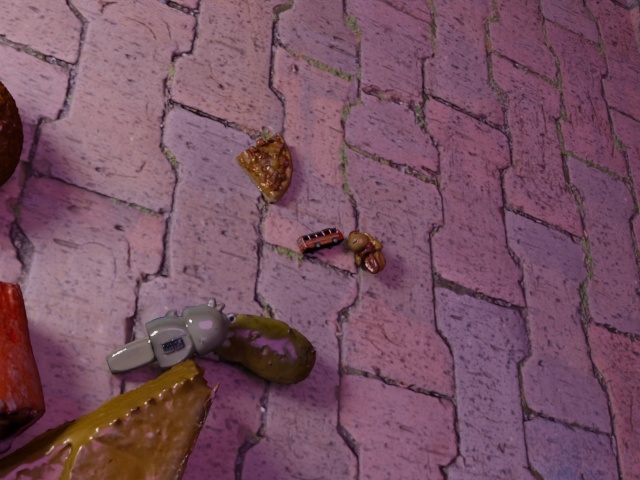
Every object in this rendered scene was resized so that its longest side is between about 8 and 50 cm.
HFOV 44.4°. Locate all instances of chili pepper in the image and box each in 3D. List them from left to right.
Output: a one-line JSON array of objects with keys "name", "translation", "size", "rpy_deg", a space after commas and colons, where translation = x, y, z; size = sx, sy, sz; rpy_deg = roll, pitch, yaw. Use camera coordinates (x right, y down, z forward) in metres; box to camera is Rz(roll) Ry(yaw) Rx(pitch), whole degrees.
[{"name": "chili pepper", "translation": [-0.558, 0.168, 1.180], "size": [0.251, 0.229, 0.306], "rpy_deg": [-5, 69, -24]}]

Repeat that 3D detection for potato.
[{"name": "potato", "translation": [-0.113, 0.207, 1.526], "size": [0.225, 0.090, 0.117], "rpy_deg": [22, 61, -13]}]

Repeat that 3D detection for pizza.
[{"name": "pizza", "translation": [-0.119, -0.169, 1.752], "size": [0.134, 0.046, 0.175], "rpy_deg": [8, 62, -29]}]

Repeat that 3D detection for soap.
[{"name": "soap", "translation": [-0.357, 0.294, 1.239], "size": [0.304, 0.169, 0.339], "rpy_deg": [30, 66, -23]}]

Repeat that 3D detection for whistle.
[{"name": "whistle", "translation": [-0.266, 0.180, 1.422], "size": [0.244, 0.092, 0.110], "rpy_deg": [-21, 102, -12]}]

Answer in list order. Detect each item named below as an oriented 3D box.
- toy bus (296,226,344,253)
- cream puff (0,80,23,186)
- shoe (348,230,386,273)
[{"name": "toy bus", "translation": [0.000, 0.000, 1.748], "size": [0.110, 0.031, 0.043], "rpy_deg": [-15, 67, -37]}, {"name": "cream puff", "translation": [-0.656, -0.209, 1.326], "size": [0.302, 0.212, 0.303], "rpy_deg": [13, 57, -21]}, {"name": "shoe", "translation": [0.109, 0.025, 1.775], "size": [0.069, 0.072, 0.109], "rpy_deg": [-55, 126, -68]}]
